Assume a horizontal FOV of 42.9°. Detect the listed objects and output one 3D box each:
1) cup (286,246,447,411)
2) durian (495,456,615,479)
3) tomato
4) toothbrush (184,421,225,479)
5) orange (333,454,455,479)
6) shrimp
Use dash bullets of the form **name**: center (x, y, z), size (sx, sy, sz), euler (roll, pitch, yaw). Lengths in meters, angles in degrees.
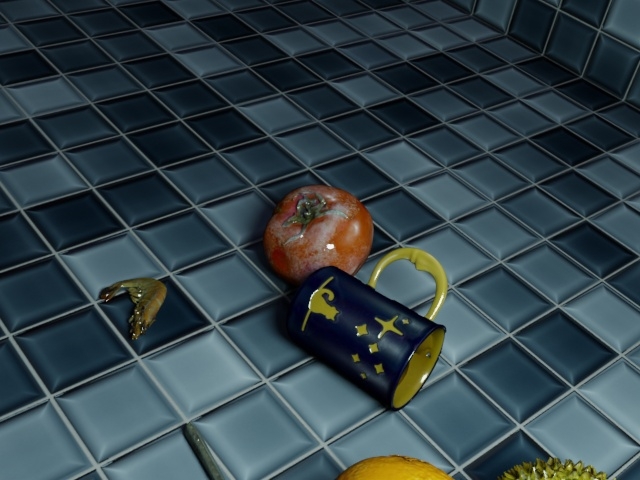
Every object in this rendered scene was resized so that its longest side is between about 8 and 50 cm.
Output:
- **cup**: center (0.103, 0.143, 1.507), size (0.256, 0.178, 0.255), euler (31, 58, 25)
- **durian**: center (0.355, 0.431, 1.171), size (0.292, 0.258, 0.258), euler (26, 38, -7)
- **tomato**: center (-0.002, 0.003, 1.662), size (0.231, 0.189, 0.232), euler (-13, 51, 17)
- **toothbrush**: center (-0.147, 0.397, 1.267), size (0.030, 0.030, 0.297), euler (-22, 49, -21)
- **orange**: center (0.101, 0.423, 1.125), size (0.246, 0.246, 0.246), euler (7, 39, -5)
- **shrimp**: center (-0.365, 0.122, 1.552), size (0.124, 0.034, 0.178), euler (9, 37, 2)
